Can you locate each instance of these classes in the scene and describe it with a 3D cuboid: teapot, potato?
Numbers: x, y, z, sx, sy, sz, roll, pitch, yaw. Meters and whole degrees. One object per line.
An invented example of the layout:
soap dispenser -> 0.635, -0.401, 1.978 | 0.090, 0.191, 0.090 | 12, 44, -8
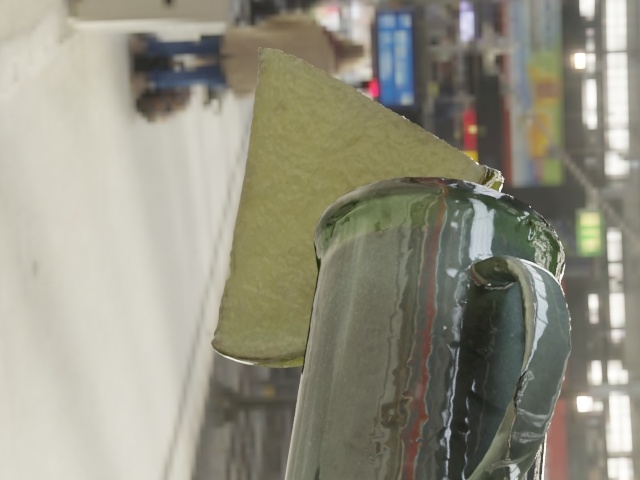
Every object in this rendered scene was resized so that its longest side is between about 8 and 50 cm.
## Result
teapot -> 0.079, 0.108, 1.097 | 0.270, 0.200, 0.337 | 131, -27, -52
potato -> 0.000, 0.000, 1.450 | 0.255, 0.269, 0.112 | -57, 147, 0
